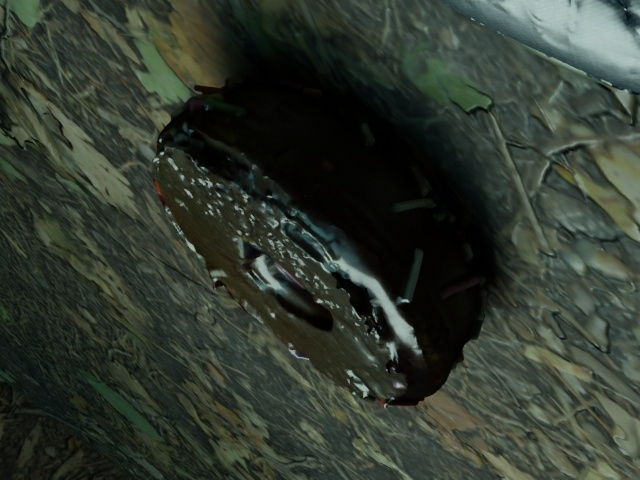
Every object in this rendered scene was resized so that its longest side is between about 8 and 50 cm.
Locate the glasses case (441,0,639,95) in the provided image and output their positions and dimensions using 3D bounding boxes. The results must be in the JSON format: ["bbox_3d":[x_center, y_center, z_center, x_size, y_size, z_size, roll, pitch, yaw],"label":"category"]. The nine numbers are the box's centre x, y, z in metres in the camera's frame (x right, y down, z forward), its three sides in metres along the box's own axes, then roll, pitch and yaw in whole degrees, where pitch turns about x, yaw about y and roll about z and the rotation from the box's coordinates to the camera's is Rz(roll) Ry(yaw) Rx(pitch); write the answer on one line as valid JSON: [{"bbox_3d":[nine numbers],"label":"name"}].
[{"bbox_3d":[0.024,-0.128,0.491,0.282,0.067,0.109,35,160,26],"label":"glasses case"}]

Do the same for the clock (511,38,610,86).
[{"bbox_3d":[0.092,-0.175,0.532,0.284,0.114,0.309,31,161,27],"label":"clock"}]

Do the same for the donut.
[{"bbox_3d":[0.000,0.000,1.106,0.270,0.103,0.269,41,163,15],"label":"donut"}]
